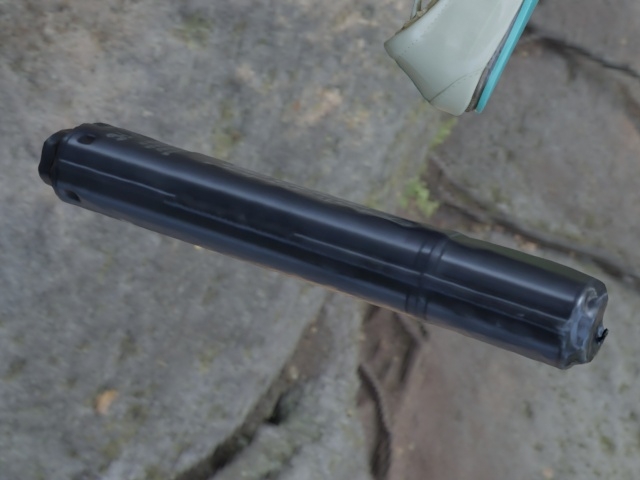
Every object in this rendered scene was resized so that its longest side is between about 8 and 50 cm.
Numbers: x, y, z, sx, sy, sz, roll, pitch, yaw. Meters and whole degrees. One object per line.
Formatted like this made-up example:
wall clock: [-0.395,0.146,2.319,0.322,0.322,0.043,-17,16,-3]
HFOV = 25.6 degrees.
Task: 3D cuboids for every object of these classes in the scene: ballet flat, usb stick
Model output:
ballet flat: [0.118,-0.191,0.822,0.248,0.086,0.086,-58,138,-8]
usb stick: [0.000,0.000,0.664,0.077,0.278,0.045,-13,120,-72]
